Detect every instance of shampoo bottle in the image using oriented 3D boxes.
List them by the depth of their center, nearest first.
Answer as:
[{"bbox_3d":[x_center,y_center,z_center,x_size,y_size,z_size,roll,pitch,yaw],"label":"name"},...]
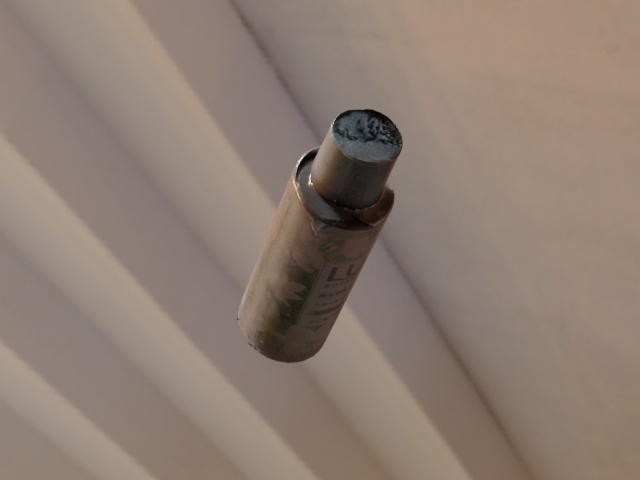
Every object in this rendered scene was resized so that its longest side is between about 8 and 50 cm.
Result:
[{"bbox_3d":[0.000,0.000,0.879,0.072,0.072,0.214,25,-39,1],"label":"shampoo bottle"}]
